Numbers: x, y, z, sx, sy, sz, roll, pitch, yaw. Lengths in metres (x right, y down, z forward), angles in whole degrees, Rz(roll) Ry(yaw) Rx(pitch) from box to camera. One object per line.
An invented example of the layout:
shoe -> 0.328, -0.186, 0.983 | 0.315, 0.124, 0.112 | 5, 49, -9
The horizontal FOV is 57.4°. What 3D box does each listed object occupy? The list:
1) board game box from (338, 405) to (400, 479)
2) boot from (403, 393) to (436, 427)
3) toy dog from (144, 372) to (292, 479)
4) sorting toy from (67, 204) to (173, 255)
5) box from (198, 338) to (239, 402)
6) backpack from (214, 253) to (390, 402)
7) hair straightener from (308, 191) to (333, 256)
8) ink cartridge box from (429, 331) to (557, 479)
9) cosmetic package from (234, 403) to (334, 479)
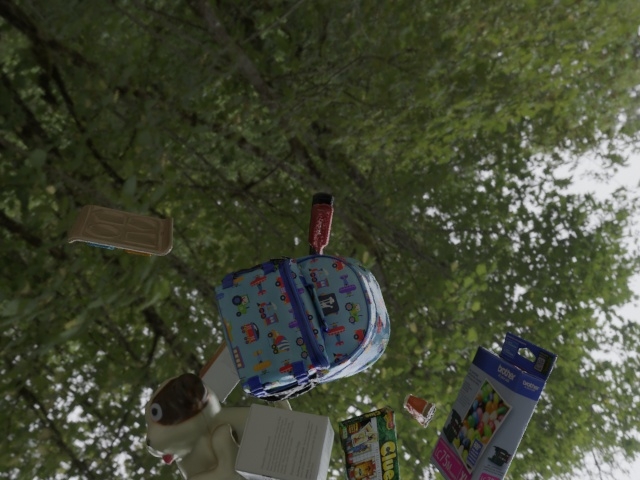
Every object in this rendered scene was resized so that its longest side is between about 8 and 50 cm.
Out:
board game box -> 0.120, 0.529, 1.377 | 0.136, 0.260, 0.030 | -13, -165, -22
boot -> 0.273, 0.470, 1.629 | 0.084, 0.158, 0.059 | 23, -115, 25
toy dog -> -0.252, 0.498, 1.483 | 0.284, 0.407, 0.396 | -32, -151, 52
sorting toy -> -0.434, -0.019, 1.291 | 0.193, 0.208, 0.038 | -118, -141, -63
box -> -0.266, 0.355, 1.686 | 0.170, 0.091, 0.130 | -52, -170, 0
backpack -> -0.013, 0.088, 0.661 | 0.173, 0.117, 0.158 | -17, -107, 4
hair straightener -> 0.000, 0.000, 1.172 | 0.047, 0.231, 0.089 | 1, -142, 1
ink cartridge box -> 0.322, 0.328, 1.122 | 0.311, 0.065, 0.186 | -64, -170, 0
cosmetic package -> -0.076, 0.477, 1.334 | 0.183, 0.151, 0.152 | 6, -120, 12
